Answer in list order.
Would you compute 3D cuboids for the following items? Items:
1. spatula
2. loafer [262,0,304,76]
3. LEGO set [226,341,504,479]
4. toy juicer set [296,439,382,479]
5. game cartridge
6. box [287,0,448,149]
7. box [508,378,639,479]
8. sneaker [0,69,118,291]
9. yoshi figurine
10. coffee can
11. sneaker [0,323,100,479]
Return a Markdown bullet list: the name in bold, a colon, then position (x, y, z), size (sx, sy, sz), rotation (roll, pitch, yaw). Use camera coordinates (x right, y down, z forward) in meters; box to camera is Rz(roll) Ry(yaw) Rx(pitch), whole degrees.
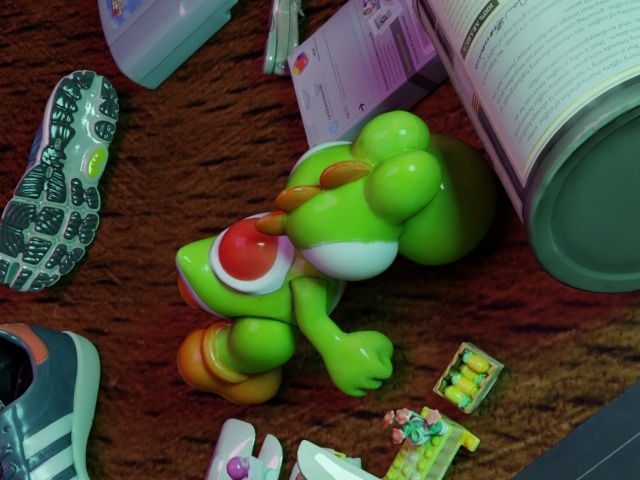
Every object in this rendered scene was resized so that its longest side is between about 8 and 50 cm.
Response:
- **spatula**: position (-0.075, 0.291, 1.373), size (0.168, 0.019, 0.242), rotation (10, 80, 45)
- **loafer**: position (-0.035, -0.225, 1.577), size (0.045, 0.039, 0.125), rotation (117, 162, -65)
- **LEGO set**: position (0.022, 0.186, 1.230), size (0.287, 0.107, 0.132), rotation (-34, 52, 30)
- **toy juicer set**: position (0.094, 0.273, 1.039), size (0.329, 0.209, 0.089), rotation (-94, 25, -46)
- **game cartridge**: position (-0.188, -0.332, 1.791), size (0.198, 0.062, 0.297), rotation (-35, 48, 27)
- **box**: position (0.052, -0.177, 1.445), size (0.186, 0.038, 0.145), rotation (-39, 45, 28)
- **box**: position (0.265, 0.242, 0.874), size (0.343, 0.179, 0.312), rotation (-43, 45, 26)
- **sneaker**: position (-0.309, -0.066, 1.779), size (0.110, 0.107, 0.275), rotation (-15, 54, 67)
- **yoshi figurine**: position (0.024, 0.012, 1.319), size (0.203, 0.203, 0.362), rotation (-44, 2, -42)
- **coffee can**: position (0.201, -0.128, 1.117), size (0.201, 0.201, 0.275), rotation (-44, 43, 25)
- **sneaker**: position (-0.320, 0.244, 1.569), size (0.131, 0.148, 0.350), rotation (-33, 49, 34)
